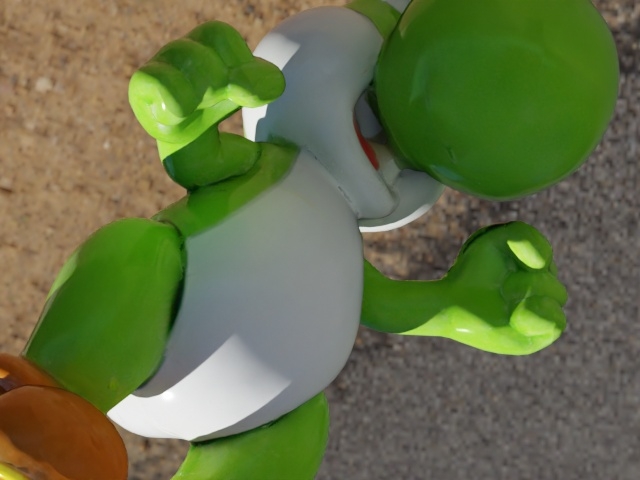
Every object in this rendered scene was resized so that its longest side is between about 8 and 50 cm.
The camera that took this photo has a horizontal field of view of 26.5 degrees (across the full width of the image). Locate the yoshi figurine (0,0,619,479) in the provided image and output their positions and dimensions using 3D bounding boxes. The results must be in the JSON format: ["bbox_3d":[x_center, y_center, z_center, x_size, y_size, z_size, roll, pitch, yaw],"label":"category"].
[{"bbox_3d":[0.012,-0.008,0.590,0.203,0.362,0.203,25,150,13],"label":"yoshi figurine"}]
